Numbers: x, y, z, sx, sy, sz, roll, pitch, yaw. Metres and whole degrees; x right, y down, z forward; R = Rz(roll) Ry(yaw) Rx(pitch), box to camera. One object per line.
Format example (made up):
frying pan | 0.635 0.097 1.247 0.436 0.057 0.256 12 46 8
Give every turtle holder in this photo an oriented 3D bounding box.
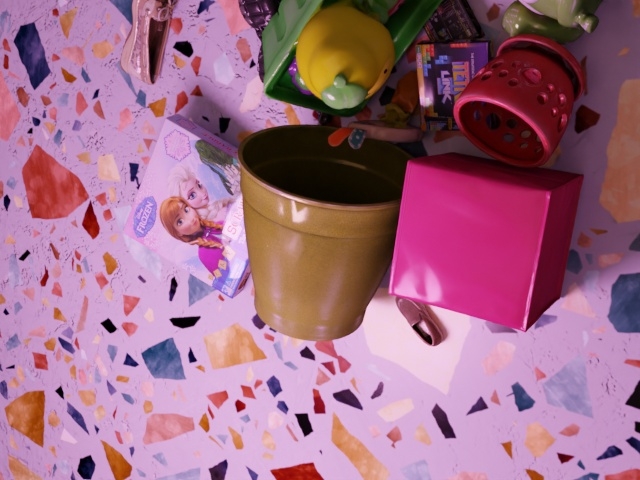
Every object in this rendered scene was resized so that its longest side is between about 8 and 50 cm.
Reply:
turtle holder | 0.413 -0.486 1.401 0.227 0.320 0.243 32 85 18

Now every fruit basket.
fruit basket | 0.063 -0.368 1.545 0.392 0.283 0.392 -11 76 51

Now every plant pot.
plant pot | 0.357 -0.249 1.475 0.191 0.191 0.174 28 70 24
plant pot | 0.000 0.000 1.687 0.366 0.366 0.353 24 122 25

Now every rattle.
rattle | 0.113 -0.252 1.626 0.130 0.199 0.143 50 131 45

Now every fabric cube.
fabric cube | 0.306 -0.013 1.527 0.258 0.259 0.254 13 105 27

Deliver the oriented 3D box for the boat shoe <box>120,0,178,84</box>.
boat shoe | -0.384 -0.504 1.948 0.089 0.104 0.285 35 126 16

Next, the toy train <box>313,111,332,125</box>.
toy train | -0.005 -0.232 1.809 0.036 0.027 0.158 33 116 34

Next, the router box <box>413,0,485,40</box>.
router box | 0.247 -0.422 1.610 0.092 0.038 0.122 -29 84 32

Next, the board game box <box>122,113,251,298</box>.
board game box | -0.267 -0.077 1.933 0.318 0.066 0.319 30 114 9

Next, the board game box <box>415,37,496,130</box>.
board game box | 0.259 -0.295 1.594 0.141 0.048 0.170 4 115 26

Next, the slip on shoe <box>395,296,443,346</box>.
slip on shoe | 0.202 0.166 1.749 0.051 0.041 0.135 -42 77 30

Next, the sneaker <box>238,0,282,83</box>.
sneaker | -0.087 -0.431 1.781 0.101 0.106 0.267 1 121 30

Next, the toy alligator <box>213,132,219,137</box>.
toy alligator | -0.303 -0.200 1.984 0.189 0.056 0.051 -20 133 26
